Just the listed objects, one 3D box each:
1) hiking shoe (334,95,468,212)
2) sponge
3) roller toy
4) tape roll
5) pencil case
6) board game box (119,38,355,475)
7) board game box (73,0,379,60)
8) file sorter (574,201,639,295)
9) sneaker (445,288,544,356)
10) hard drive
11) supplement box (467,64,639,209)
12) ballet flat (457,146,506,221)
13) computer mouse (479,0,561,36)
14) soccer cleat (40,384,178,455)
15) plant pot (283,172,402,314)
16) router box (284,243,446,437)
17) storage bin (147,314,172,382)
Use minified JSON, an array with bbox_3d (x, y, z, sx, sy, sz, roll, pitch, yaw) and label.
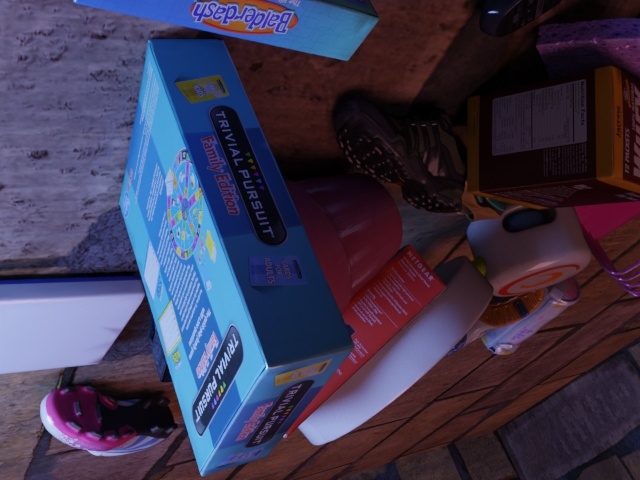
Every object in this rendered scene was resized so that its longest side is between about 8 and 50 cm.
[{"bbox_3d":[0.108,-0.126,0.903,0.086,0.114,0.227,0,153,47],"label":"hiking shoe"},{"bbox_3d":[0.354,-0.214,0.916,0.117,0.031,0.210,4,167,29],"label":"sponge"},{"bbox_3d":[0.361,0.002,1.256,0.209,0.146,0.191,1,155,-39],"label":"roller toy"},{"bbox_3d":[0.108,0.173,1.165,0.392,0.072,0.392,-41,178,-2],"label":"tape roll"},{"bbox_3d":[0.485,0.165,1.693,0.124,0.113,0.273,-28,161,-42],"label":"pencil case"},{"bbox_3d":[-0.104,0.018,0.695,0.079,0.336,0.254,-9,150,-28],"label":"board game box"},{"bbox_3d":[-0.077,-0.211,0.494,0.210,0.160,0.047,0,145,-38],"label":"board game box"},{"bbox_3d":[0.619,-0.020,1.387,0.202,0.182,0.290,-35,151,21],"label":"file sorter"},{"bbox_3d":[0.362,0.160,1.627,0.296,0.112,0.131,-29,170,15],"label":"sneaker"},{"bbox_3d":[-0.421,0.119,0.952,0.318,0.040,0.210,0,145,-39],"label":"hard drive"},{"bbox_3d":[0.323,-0.120,0.926,0.191,0.129,0.194,7,173,-44],"label":"supplement box"},{"bbox_3d":[0.218,-0.072,1.088,0.073,0.080,0.232,-18,156,24],"label":"ballet flat"},{"bbox_3d":[0.271,-0.296,0.767,0.242,0.041,0.071,-31,162,-1],"label":"computer mouse"},{"bbox_3d":[-0.399,0.344,1.301,0.143,0.116,0.331,-32,153,15],"label":"soccer cleat"},{"bbox_3d":[0.000,0.000,0.930,0.180,0.201,0.201,-26,158,-33],"label":"plant pot"},{"bbox_3d":[0.006,0.158,1.098,0.301,0.082,0.335,-40,179,-16],"label":"router box"},{"bbox_3d":[-0.178,0.153,1.167,0.180,0.084,0.122,-11,151,-26],"label":"storage bin"}]
